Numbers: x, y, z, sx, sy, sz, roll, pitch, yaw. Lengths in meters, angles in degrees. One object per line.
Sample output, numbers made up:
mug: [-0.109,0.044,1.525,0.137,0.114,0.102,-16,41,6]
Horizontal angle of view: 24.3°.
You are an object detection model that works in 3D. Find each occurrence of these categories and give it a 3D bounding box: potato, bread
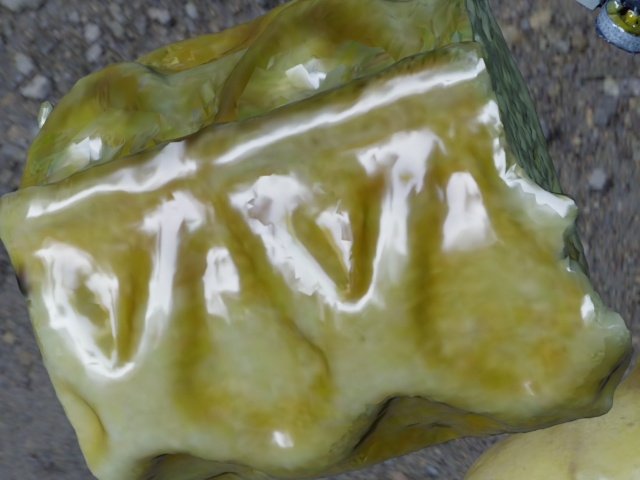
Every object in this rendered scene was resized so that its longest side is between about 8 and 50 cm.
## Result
potato: [0.269,0.230,1.446,0.296,0.290,0.397,5,74,14]
bread: [-0.003,-0.006,0.697,0.252,0.196,0.238,-23,35,16]

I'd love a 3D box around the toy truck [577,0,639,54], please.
toy truck: [0.194,-0.186,0.902,0.227,0.098,0.114,33,44,4]
